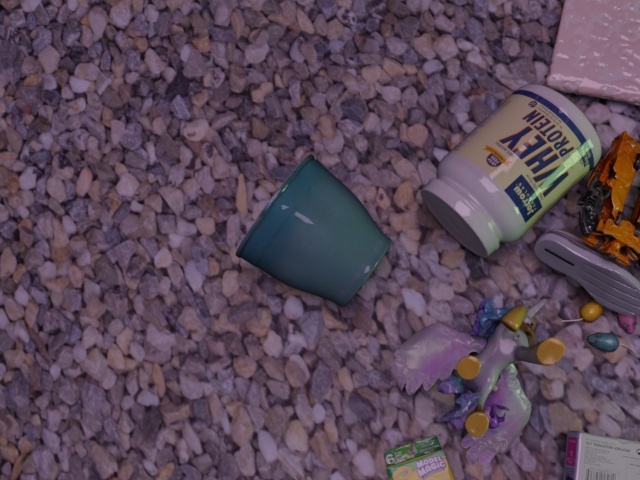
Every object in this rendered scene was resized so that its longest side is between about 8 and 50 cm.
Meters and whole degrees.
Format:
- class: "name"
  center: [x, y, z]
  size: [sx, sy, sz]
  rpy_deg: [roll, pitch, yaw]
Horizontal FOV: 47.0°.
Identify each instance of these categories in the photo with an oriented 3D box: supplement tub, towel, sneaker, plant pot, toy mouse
- class: "supplement tub"
  center: [0.397, -0.144, 1.555]
  size: [0.325, 0.235, 0.235]
  rpy_deg: [-43, 74, -4]
- class: "towel"
  center: [0.709, -0.459, 1.687]
  size: [0.331, 0.053, 0.317]
  rpy_deg: [13, 77, 11]
- class: "sneaker"
  center: [0.578, 0.054, 1.546]
  size: [0.258, 0.094, 0.091]
  rpy_deg: [38, 43, 15]
- class: "plant pot"
  center: [0.000, 0.000, 1.578]
  size: [0.255, 0.271, 0.272]
  rpy_deg: [37, 83, 0]
- class: "toy mouse"
  center: [0.615, 0.181, 1.543]
  size: [0.161, 0.031, 0.143]
  rpy_deg: [-34, 73, -1]

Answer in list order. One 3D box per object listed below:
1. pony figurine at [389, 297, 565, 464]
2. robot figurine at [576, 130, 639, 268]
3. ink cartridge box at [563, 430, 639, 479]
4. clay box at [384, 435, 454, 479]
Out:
- class: "pony figurine"
  center: [0.323, 0.255, 1.440]
  size: [0.303, 0.363, 0.351]
  rpy_deg: [43, 101, 9]
- class: "robot figurine"
  center: [0.639, -0.076, 1.533]
  size: [0.211, 0.085, 0.291]
  rpy_deg: [30, 66, -2]
- class: "ink cartridge box"
  center: [0.557, 0.538, 1.419]
  size: [0.185, 0.065, 0.311]
  rpy_deg: [12, 74, -7]
- class: "clay box"
  center: [0.218, 0.523, 1.501]
  size: [0.127, 0.053, 0.222]
  rpy_deg: [-20, 74, 3]
